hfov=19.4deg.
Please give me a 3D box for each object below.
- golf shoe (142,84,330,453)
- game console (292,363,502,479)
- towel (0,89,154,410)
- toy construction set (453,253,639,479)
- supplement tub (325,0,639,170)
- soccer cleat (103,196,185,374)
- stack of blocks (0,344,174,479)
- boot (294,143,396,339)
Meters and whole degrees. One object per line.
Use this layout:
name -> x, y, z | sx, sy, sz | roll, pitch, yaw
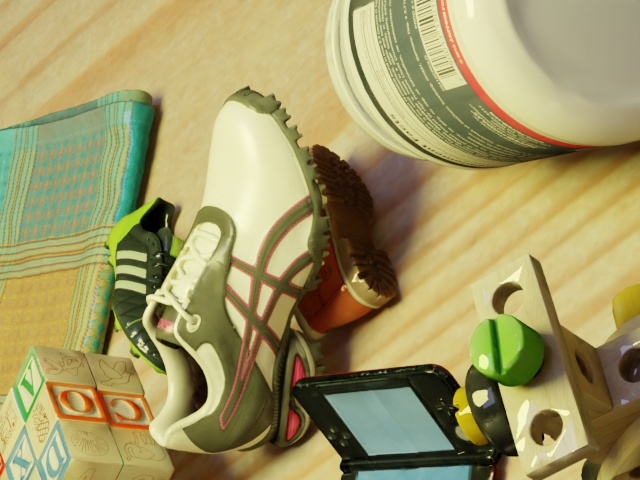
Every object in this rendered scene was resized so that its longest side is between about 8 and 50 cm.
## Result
golf shoe -> -0.064, 0.027, 1.357 | 0.105, 0.120, 0.273 | 16, 111, 53
game console -> 0.045, 0.158, 1.276 | 0.144, 0.124, 0.085 | -10, 35, 43
towel -> -0.277, 0.049, 1.714 | 0.271, 0.040, 0.370 | -9, 63, 45
toy construction set -> 0.208, 0.034, 1.048 | 0.257, 0.237, 0.309 | -8, 62, 45
supplement tub -> 0.126, -0.146, 1.222 | 0.191, 0.191, 0.272 | -70, 18, -9
soccer cleat -> -0.137, 0.034, 1.558 | 0.072, 0.060, 0.179 | -41, 41, 21
stack of blocks -> -0.229, 0.225, 1.460 | 0.297, 0.087, 0.171 | -62, 36, 27
boot -> 0.000, 0.000, 1.433 | 0.084, 0.059, 0.158 | -40, 45, 31
